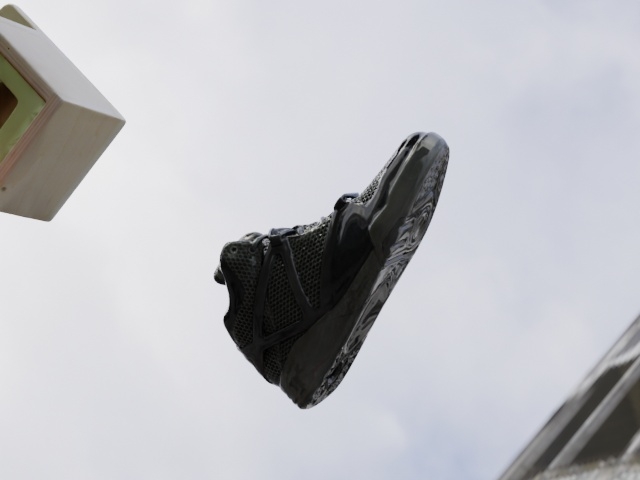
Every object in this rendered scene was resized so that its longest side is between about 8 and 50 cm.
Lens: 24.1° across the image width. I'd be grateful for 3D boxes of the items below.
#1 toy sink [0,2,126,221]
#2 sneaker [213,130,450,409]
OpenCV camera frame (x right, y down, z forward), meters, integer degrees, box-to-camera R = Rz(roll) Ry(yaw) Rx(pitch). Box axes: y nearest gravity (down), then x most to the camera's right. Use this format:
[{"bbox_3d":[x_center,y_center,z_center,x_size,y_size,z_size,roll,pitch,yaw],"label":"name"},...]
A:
[{"bbox_3d":[-0.360,-0.157,1.669,0.153,0.131,0.234,-50,-116,13],"label":"toy sink"},{"bbox_3d":[0.000,0.000,1.114,0.130,0.087,0.227,35,-72,15],"label":"sneaker"}]
